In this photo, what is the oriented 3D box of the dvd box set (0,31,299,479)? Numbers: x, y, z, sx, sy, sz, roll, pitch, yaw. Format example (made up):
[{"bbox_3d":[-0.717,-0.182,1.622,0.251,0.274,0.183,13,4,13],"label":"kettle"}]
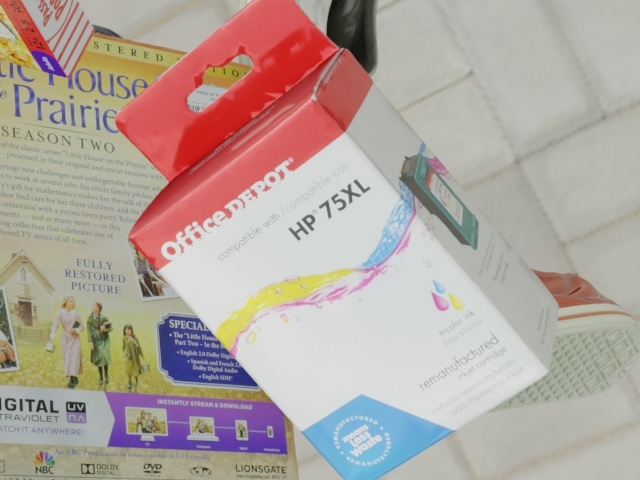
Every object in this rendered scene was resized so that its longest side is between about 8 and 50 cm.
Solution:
[{"bbox_3d":[-0.171,0.036,1.285,0.062,0.307,0.420,-29,61,48],"label":"dvd box set"}]

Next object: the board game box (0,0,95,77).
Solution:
[{"bbox_3d":[-0.260,-0.183,1.071,0.193,0.147,0.045,17,69,19],"label":"board game box"}]

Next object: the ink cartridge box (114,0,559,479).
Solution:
[{"bbox_3d":[0.000,0.000,0.842,0.134,0.078,0.231,-36,102,26],"label":"ink cartridge box"}]

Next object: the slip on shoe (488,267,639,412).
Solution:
[{"bbox_3d":[0.107,0.073,1.312,0.331,0.101,0.123,0,126,-31],"label":"slip on shoe"}]

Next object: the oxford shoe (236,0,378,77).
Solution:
[{"bbox_3d":[-0.002,-0.337,1.495,0.130,0.169,0.449,10,115,27],"label":"oxford shoe"}]

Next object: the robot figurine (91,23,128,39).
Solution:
[{"bbox_3d":[-0.211,-0.101,1.552,0.173,0.278,0.209,-36,74,5],"label":"robot figurine"}]
